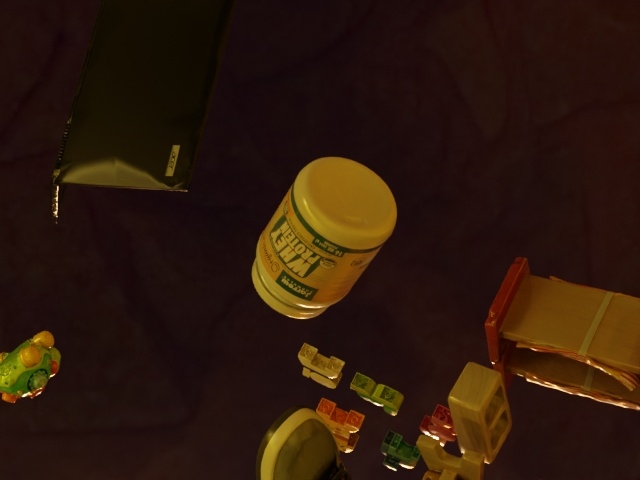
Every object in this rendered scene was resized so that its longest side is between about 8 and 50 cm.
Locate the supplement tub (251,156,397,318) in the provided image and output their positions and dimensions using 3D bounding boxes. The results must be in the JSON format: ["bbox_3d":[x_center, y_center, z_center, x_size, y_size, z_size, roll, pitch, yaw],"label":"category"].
[{"bbox_3d":[0.000,0.000,1.630,0.144,0.144,0.200,2,-38,-28],"label":"supplement tub"}]

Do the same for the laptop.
[{"bbox_3d":[-0.191,-0.142,1.283,0.136,0.234,0.264,15,-16,-9],"label":"laptop"}]

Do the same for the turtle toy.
[{"bbox_3d":[-0.384,0.168,1.603,0.095,0.066,0.130,-27,12,17],"label":"turtle toy"}]

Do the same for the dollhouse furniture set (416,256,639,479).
[{"bbox_3d":[0.250,0.214,1.360,0.201,0.374,0.152,15,-33,27],"label":"dollhouse furniture set"}]

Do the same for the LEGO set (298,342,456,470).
[{"bbox_3d":[0.061,0.227,1.510,0.227,0.087,0.093,25,-29,9],"label":"LEGO set"}]

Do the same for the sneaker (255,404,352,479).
[{"bbox_3d":[0.034,0.318,1.353,0.178,0.124,0.295,29,-29,34],"label":"sneaker"}]
